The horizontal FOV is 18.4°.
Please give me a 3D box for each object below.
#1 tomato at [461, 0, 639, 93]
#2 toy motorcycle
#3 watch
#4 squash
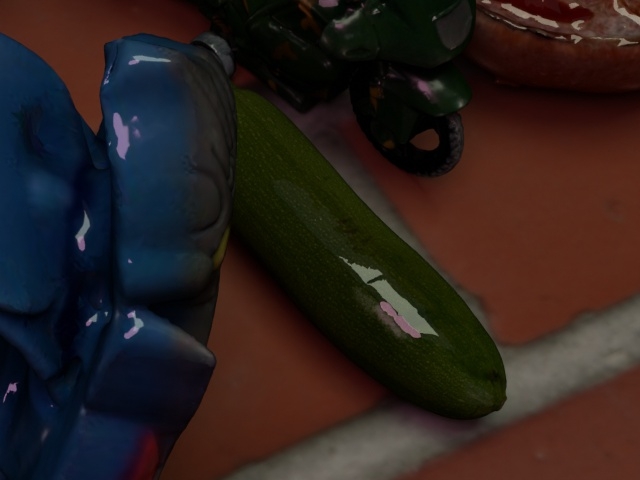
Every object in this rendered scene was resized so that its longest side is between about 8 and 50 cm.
[{"bbox_3d":[0.141,-0.180,1.189,0.236,0.095,0.237,5,57,-8],"label":"tomato"},{"bbox_3d":[-0.018,-0.159,1.078,0.274,0.187,0.125,38,55,17],"label":"toy motorcycle"},{"bbox_3d":[-0.181,0.004,0.846,0.274,0.305,0.241,15,51,-11],"label":"watch"},{"bbox_3d":[0.000,0.000,1.039,0.069,0.069,0.258,-31,65,-30],"label":"squash"}]
